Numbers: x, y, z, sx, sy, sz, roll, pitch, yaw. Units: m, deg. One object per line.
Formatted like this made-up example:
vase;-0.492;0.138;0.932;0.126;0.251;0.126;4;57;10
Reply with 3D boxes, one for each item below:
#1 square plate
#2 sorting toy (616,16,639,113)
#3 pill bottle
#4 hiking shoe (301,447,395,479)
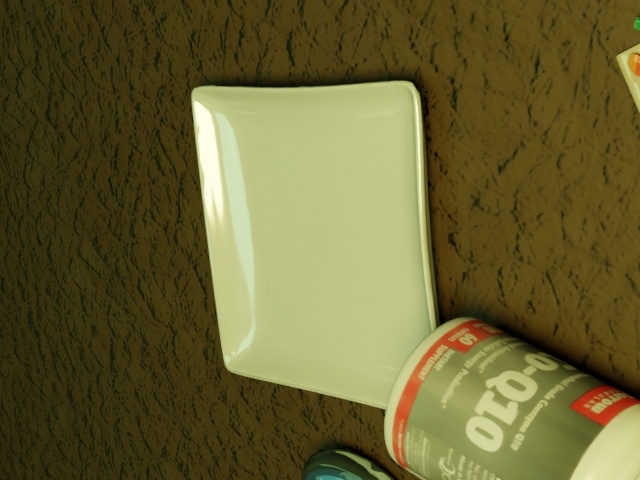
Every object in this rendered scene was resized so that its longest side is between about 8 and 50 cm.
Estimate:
square plate;0.000;0.000;1.299;0.344;0.049;0.347;6;107;45
sorting toy;0.273;-0.151;0.994;0.062;0.012;0.083;-28;83;47
pill bottle;0.209;0.193;1.062;0.283;0.161;0.161;26;120;38
hiking shoe;0.060;0.362;1.290;0.304;0.132;0.113;55;134;19
